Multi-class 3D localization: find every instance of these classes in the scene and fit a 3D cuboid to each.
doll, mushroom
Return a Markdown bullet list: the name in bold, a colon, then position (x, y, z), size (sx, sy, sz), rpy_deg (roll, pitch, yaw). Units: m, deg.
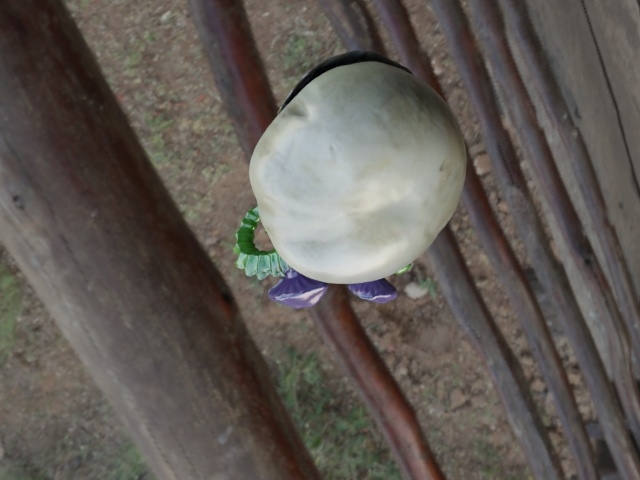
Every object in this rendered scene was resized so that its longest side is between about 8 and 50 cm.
- **doll**: position (0.000, 0.000, 0.763), size (0.190, 0.115, 0.050), rpy_deg (-7, 159, 32)
- **mushroom**: position (0.021, -0.048, 0.607), size (0.122, 0.154, 0.154), rpy_deg (41, 137, 47)
